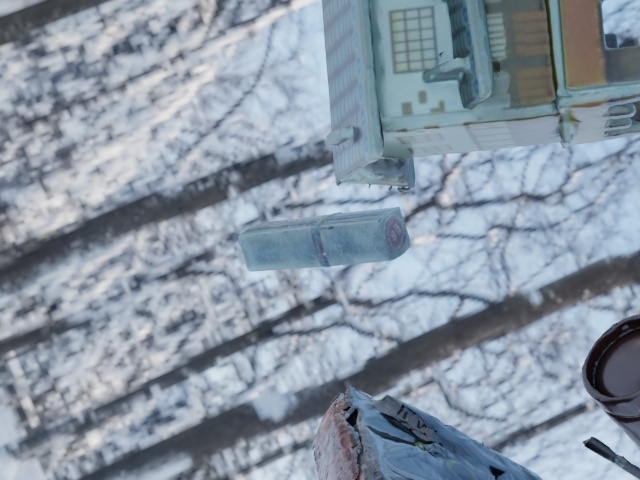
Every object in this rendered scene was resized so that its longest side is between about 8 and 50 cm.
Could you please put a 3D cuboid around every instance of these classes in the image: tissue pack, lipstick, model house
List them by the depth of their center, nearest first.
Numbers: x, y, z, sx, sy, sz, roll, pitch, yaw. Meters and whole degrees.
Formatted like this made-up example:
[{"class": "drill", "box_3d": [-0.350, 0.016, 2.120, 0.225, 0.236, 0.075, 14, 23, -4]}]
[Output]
[{"class": "model house", "box_3d": [0.107, -0.155, 0.839, 0.198, 0.215, 0.224, 13, 73, -76]}, {"class": "tissue pack", "box_3d": [0.112, 0.246, 1.093, 0.245, 0.123, 0.332, 34, 6, -7]}, {"class": "lipstick", "box_3d": [0.000, 0.000, 2.007, 0.289, 0.077, 0.076, -4, -70, 38]}]

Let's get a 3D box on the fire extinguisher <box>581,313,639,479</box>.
[{"class": "fire extinguisher", "box_3d": [0.357, 0.214, 1.181, 0.341, 0.141, 0.105, 47, 22, -29]}]
